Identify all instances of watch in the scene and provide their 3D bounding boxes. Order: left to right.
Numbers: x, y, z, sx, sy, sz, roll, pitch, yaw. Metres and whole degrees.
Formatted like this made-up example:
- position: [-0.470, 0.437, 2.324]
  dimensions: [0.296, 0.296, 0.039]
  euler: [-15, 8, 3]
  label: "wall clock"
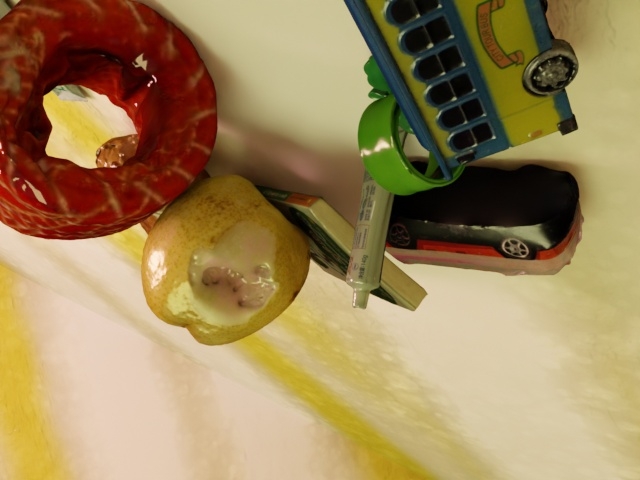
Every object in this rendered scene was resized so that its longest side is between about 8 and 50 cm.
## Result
- position: [0.105, -0.143, 0.907]
  dimensions: [0.165, 0.152, 0.131]
  euler: [38, 155, -27]
  label: "watch"

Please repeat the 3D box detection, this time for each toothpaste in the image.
- position: [-0.507, -0.337, 1.233]
  dimensions: [0.074, 0.048, 0.297]
  euler: [9, 154, 26]
  label: "toothpaste"
- position: [0.074, -0.036, 1.019]
  dimensions: [0.047, 0.268, 0.069]
  euler: [11, 171, -15]
  label: "toothpaste"

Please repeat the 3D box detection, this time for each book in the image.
- position: [0.000, 0.000, 1.256]
  dimensions: [0.260, 0.043, 0.371]
  euler: [41, 170, -23]
  label: "book"

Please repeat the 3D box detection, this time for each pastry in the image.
- position: [-0.275, -0.083, 1.353]
  dimensions: [0.255, 0.162, 0.311]
  euler: [27, 156, 57]
  label: "pastry"

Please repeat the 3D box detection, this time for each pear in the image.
- position: [-0.155, 0.034, 1.155]
  dimensions: [0.271, 0.271, 0.271]
  euler: [21, 154, 11]
  label: "pear"

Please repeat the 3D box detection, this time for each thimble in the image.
- position: [-0.336, -0.174, 1.049]
  dimensions: [0.350, 0.350, 0.230]
  euler: [37, 153, -22]
  label: "thimble"

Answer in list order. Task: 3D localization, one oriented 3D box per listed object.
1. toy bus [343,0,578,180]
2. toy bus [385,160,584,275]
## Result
- position: [0.135, -0.210, 0.695]
  dimensions: [0.175, 0.138, 0.288]
  euler: [-21, 137, 16]
  label: "toy bus"
- position: [0.224, -0.030, 1.041]
  dimensions: [0.302, 0.127, 0.147]
  euler: [6, 154, 34]
  label: "toy bus"
